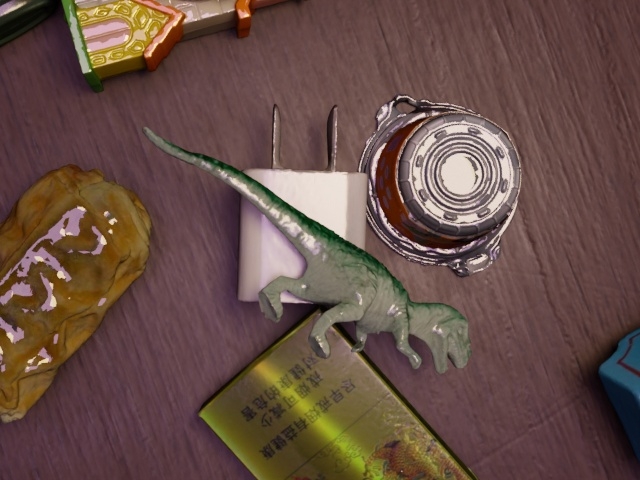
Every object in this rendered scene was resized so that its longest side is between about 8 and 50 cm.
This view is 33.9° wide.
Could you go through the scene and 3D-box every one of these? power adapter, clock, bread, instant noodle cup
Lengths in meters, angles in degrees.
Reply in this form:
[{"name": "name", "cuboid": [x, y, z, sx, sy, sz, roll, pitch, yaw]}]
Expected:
[{"name": "power adapter", "cuboid": [-0.019, -0.039, 1.076, 0.130, 0.125, 0.205, 3, 89, -5]}, {"name": "clock", "cuboid": [-0.148, -0.299, 1.084, 0.255, 0.106, 0.220, -17, 90, -5]}, {"name": "bread", "cuboid": [-0.283, 0.046, 1.053, 0.152, 0.130, 0.268, 39, 86, 6]}, {"name": "instant noodle cup", "cuboid": [0.135, -0.064, 1.090, 0.177, 0.125, 0.208, -43, 92, -5]}]

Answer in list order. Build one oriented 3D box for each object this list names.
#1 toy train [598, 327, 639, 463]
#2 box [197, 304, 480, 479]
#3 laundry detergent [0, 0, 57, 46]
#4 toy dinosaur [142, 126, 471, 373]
[{"name": "toy train", "cuboid": [0.460, 0.133, 1.043, 0.300, 0.265, 0.188, -29, 102, -6]}, {"name": "box", "cuboid": [0.038, 0.236, 1.093, 0.173, 0.043, 0.311, -41, 94, 8]}, {"name": "laundry detergent", "cuboid": [-0.376, -0.310, 1.083, 0.144, 0.078, 0.222, -31, 89, -7]}, {"name": "toy dinosaur", "cuboid": [-0.021, 0.034, 0.965, 0.383, 0.076, 0.129, 35, 53, -12]}]
